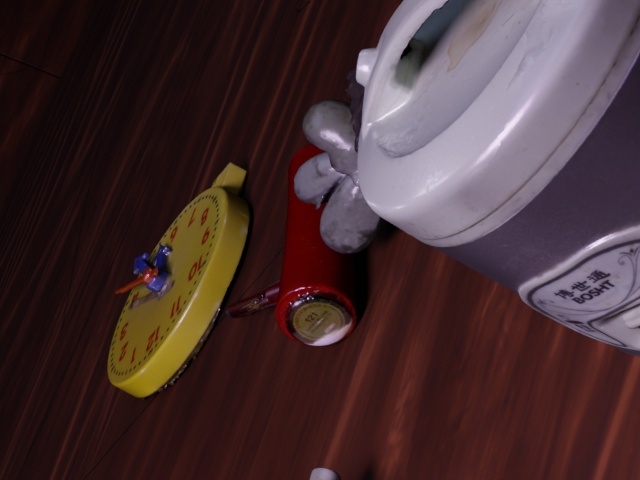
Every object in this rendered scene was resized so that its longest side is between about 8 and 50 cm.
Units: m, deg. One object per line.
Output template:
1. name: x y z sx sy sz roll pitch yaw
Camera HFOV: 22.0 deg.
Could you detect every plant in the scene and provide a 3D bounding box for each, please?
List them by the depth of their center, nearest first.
1. plant: 0.068 -0.090 1.481 0.274 0.149 0.146 -40 28 52

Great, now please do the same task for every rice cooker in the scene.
1. rice cooker: 0.178 -0.088 1.011 0.288 0.277 0.288 -48 25 31

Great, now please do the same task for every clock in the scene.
1. clock: -0.186 0.054 2.028 0.277 0.071 0.293 -51 22 27

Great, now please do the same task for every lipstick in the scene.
1. lipstick: 0.000 0.000 1.627 0.080 0.080 0.241 -48 24 33
2. lipstick: -0.058 0.062 1.770 0.176 0.027 0.027 -26 40 61

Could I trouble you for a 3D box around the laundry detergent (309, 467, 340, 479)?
1. laundry detergent: -0.025 0.294 1.271 0.181 0.091 0.253 129 160 -54
